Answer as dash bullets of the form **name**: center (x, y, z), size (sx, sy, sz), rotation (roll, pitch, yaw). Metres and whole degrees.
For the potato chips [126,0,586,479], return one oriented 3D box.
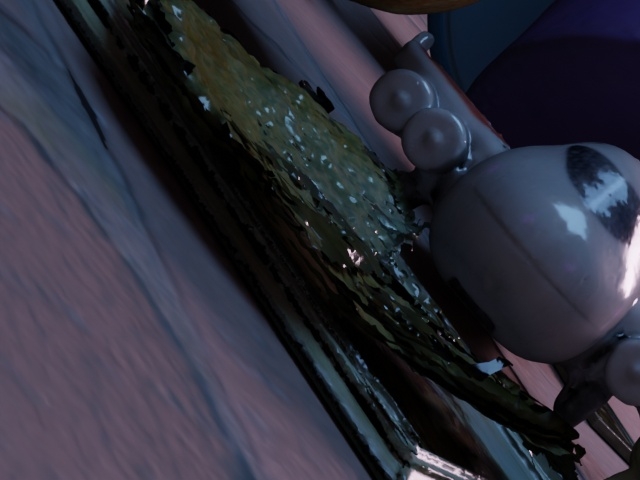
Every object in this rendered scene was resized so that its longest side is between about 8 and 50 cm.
- **potato chips**: center (0.012, -0.008, 0.684), size (0.220, 0.029, 0.202), rotation (52, 10, 30)

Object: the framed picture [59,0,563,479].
- **framed picture**: center (0.000, 0.000, 0.718), size (0.274, 0.017, 0.217), rotation (55, 10, 26)

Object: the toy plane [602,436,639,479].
- **toy plane**: center (0.162, 0.146, 0.713), size (0.286, 0.092, 0.108), rotation (-109, -170, -68)

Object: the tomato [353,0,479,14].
- **tomato**: center (0.013, -0.251, 0.944), size (0.303, 0.303, 0.239), rotation (55, 9, 25)

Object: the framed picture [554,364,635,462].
- **framed picture**: center (0.156, 0.094, 1.108), size (0.066, 0.006, 0.089), rotation (44, 11, -32)

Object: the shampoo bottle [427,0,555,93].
- **shampoo bottle**: center (0.258, -0.180, 1.636), size (0.331, 0.331, 0.342), rotation (50, 7, 0)

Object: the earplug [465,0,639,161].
- **earplug**: center (0.272, -0.142, 1.267), size (0.215, 0.215, 0.456), rotation (49, 46, -8)

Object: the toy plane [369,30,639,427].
- **toy plane**: center (0.118, 0.000, 0.976), size (0.252, 0.118, 0.252), rotation (46, 12, -13)
